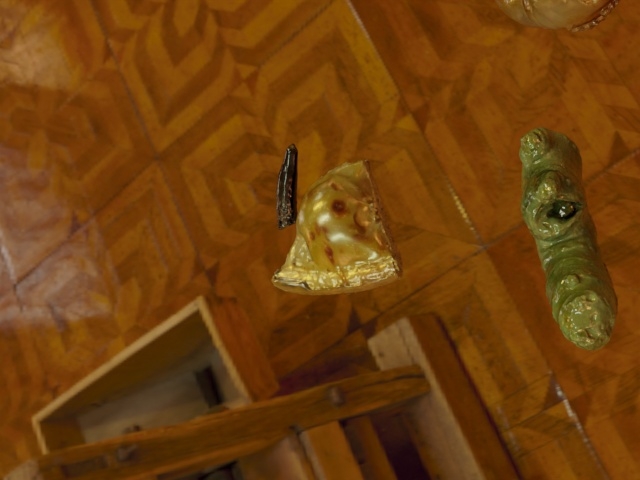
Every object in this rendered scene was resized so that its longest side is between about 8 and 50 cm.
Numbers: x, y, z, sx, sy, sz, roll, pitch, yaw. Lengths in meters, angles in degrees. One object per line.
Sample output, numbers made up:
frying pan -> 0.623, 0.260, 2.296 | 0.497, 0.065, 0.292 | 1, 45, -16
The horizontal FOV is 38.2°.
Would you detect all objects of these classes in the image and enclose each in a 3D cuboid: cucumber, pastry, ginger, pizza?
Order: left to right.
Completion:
cucumber -> -0.050, -0.078, 1.369 | 0.034, 0.033, 0.135 | -1, 113, -1
pizza -> 0.003, -0.009, 1.300 | 0.204, 0.080, 0.188 | -19, 73, 27
ginger -> 0.284, -0.005, 1.079 | 0.089, 0.137, 0.290 | -8, 67, 7
pastry -> 0.450, -0.502, 1.633 | 0.315, 0.184, 0.284 | 8, 85, 65
